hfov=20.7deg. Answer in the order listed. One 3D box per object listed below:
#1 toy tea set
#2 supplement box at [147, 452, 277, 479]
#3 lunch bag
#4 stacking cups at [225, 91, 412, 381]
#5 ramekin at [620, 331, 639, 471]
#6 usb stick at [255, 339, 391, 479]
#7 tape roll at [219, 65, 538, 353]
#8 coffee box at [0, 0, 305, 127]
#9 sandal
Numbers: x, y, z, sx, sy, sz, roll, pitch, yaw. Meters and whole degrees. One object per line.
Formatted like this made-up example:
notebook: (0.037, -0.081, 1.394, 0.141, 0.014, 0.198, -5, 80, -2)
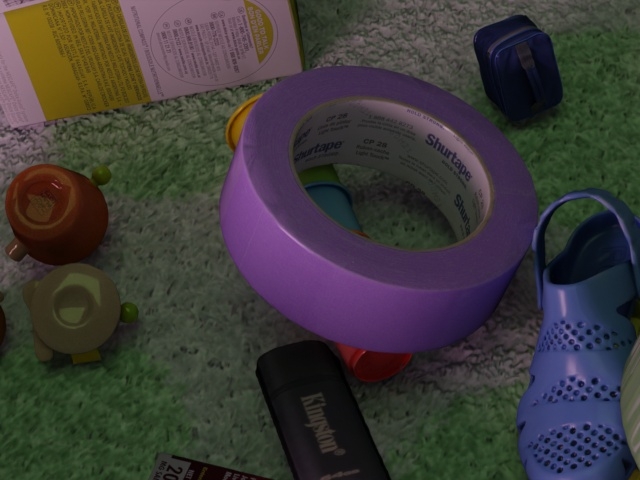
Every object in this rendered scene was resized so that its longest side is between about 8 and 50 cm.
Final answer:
toy tea set: (-0.343, 0.036, 1.695, 0.336, 0.124, 0.200, -7, 79, 2)
supplement box: (-0.044, 0.268, 1.437, 0.239, 0.073, 0.130, 11, 54, 19)
lunch bag: (0.198, -0.166, 1.731, 0.067, 0.098, 0.065, -23, 32, -5)
stacking cups: (0.000, 0.000, 1.651, 0.096, 0.096, 0.316, -20, 55, -5)
ramekin: (0.382, 0.121, 1.358, 0.303, 0.148, 0.303, 10, 48, -11)
usb stick: (0.004, 0.164, 1.469, 0.077, 0.045, 0.278, -6, 26, -10)
tape roll: (0.052, -0.032, 1.568, 0.274, 0.090, 0.275, 11, 46, -12)
coffee box: (-0.213, -0.372, 1.830, 0.334, 0.338, 0.338, -11, 50, 2)
sandal: (0.221, 0.079, 1.485, 0.126, 0.138, 0.317, -9, 47, 23)
